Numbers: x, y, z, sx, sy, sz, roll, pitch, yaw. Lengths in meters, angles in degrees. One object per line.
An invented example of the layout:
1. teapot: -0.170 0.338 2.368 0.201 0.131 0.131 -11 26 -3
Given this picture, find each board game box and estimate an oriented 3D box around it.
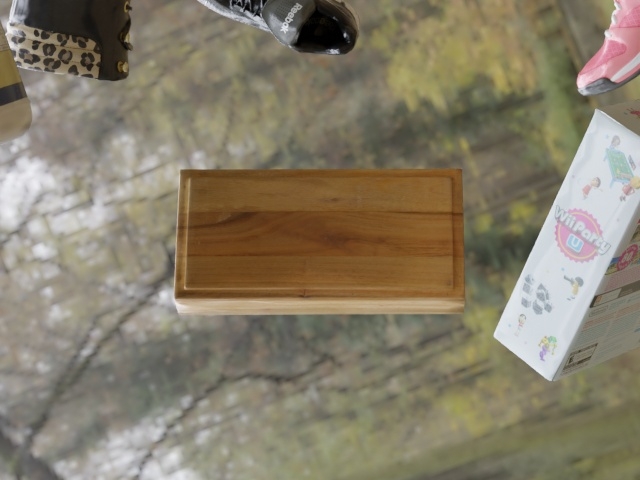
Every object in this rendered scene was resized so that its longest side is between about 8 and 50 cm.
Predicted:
1. board game box: 0.344 -0.009 1.794 0.097 0.303 0.224 39 -147 29

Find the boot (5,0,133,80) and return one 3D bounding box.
1. boot: -0.261 -0.365 2.181 0.138 0.377 0.284 28 112 46

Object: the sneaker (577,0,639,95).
1. sneaker: 0.461 -0.344 2.285 0.136 0.314 0.116 43 -165 -3

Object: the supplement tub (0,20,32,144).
1. supplement tub: -0.417 -0.214 1.466 0.228 0.228 0.316 -65 -43 -79

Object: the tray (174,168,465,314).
1. tray: 0.000 0.000 2.310 0.076 0.410 0.203 83 -173 -68

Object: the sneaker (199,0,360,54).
1. sneaker: -0.052 -0.278 1.897 0.234 0.078 0.106 20 -164 -16
